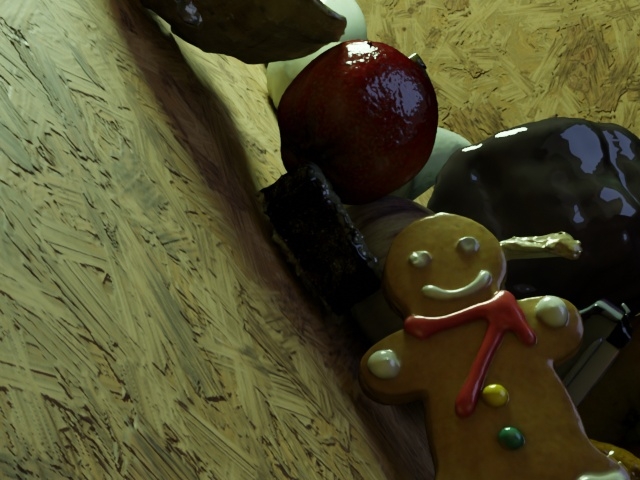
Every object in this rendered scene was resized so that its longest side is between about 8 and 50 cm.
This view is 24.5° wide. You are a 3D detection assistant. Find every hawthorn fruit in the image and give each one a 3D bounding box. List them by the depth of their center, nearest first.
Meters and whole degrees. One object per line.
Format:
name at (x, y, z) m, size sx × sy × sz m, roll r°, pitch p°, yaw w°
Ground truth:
hawthorn fruit at (0.049, -0.129, 1.549) m, size 0.169 × 0.188 × 0.169 m, roll 34°, pitch -35°, yaw 29°

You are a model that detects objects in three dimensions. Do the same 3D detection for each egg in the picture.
egg at (-0.009, -0.289, 2.088) m, size 0.151 × 0.151 × 0.209 m, roll 53°, pitch 14°, yaw -13°

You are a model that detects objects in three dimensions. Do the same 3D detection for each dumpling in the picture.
dumpling at (-0.021, -0.204, 1.949) m, size 0.111 × 0.181 × 0.155 m, roll 16°, pitch -9°, yaw -14°

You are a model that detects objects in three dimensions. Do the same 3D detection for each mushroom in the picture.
mushroom at (0.075, -0.090, 1.822) m, size 0.126 × 0.177 × 0.397 m, roll 64°, pitch 14°, yaw 1°

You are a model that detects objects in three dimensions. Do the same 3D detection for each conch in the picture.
conch at (-0.106, -0.293, 1.589) m, size 0.324 × 0.186 × 0.263 m, roll 52°, pitch -10°, yaw 45°

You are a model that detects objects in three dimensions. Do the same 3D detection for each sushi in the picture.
sushi at (0.000, 0.000, 1.462) m, size 0.150 × 0.078 × 0.090 m, roll 57°, pitch 5°, yaw 14°

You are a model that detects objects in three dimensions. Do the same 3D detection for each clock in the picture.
clock at (0.251, 0.164, 1.638) m, size 0.083 × 0.253 × 0.186 m, roll 37°, pitch 7°, yaw 10°

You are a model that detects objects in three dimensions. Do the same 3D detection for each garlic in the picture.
garlic at (0.155, 0.043, 1.569) m, size 0.245 × 0.253 × 0.245 m, roll 61°, pitch 9°, yaw -17°

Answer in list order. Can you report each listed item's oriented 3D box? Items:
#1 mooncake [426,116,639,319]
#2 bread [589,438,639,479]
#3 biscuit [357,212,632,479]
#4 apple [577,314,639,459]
mooncake at (0.283, 0.015, 1.832) m, size 0.381 × 0.350 × 0.212 m, roll 72°, pitch -7°, yaw -65°
bread at (0.269, 0.289, 1.412) m, size 0.227 × 0.142 × 0.253 m, roll 11°, pitch -22°, yaw 36°
biscuit at (0.143, 0.114, 1.350) m, size 0.047 × 0.216 × 0.340 m, roll 85°, pitch -6°, yaw -60°
apple at (0.447, 0.270, 1.780) m, size 0.333 × 0.400 × 0.400 m, roll 28°, pitch 28°, yaw -55°
